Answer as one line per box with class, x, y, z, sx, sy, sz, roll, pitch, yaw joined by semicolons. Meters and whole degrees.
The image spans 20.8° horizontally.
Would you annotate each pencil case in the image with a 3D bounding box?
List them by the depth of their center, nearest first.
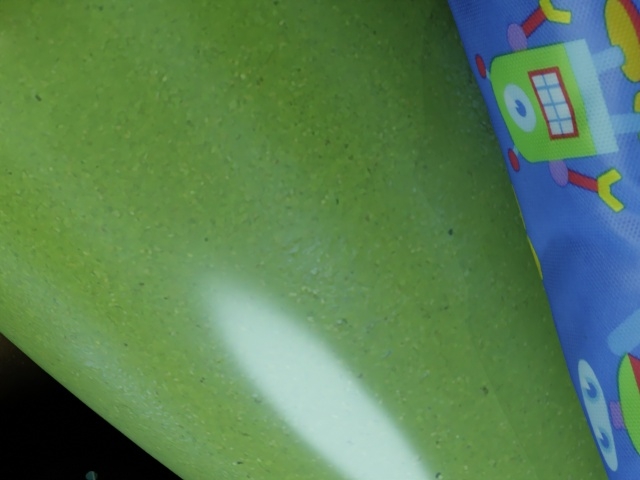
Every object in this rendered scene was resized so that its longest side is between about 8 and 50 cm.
pencil case;0.126;-0.023;0.577;0.133;0.119;0.306;-11;100;65

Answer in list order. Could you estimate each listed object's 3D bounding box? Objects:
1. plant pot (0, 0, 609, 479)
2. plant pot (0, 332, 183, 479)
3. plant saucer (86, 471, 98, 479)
plant pot;0.000;0.000;0.704;0.293;0.275;0.275;54;153;-9
plant pot;-0.151;0.164;1.126;0.215;0.215;0.230;61;166;14
plant saucer;-0.190;0.094;1.304;0.067;0.018;0.192;32;136;47
